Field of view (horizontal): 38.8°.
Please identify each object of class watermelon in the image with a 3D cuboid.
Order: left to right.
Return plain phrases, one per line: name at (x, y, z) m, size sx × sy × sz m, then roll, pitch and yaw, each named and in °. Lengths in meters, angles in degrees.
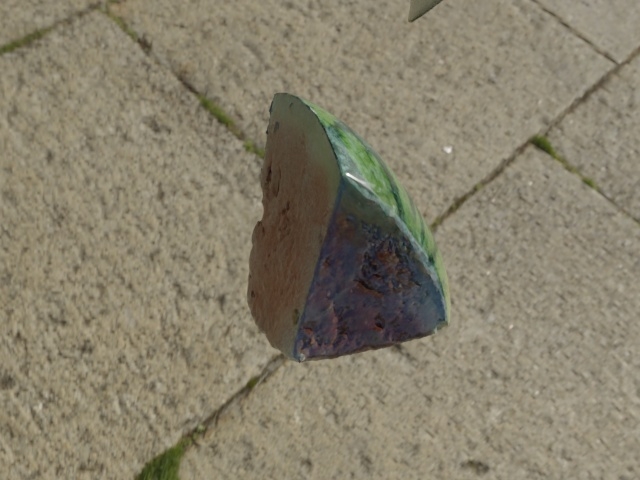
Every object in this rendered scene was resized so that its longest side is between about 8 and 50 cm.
watermelon at (0.000, 0.000, 0.899) m, size 0.201 × 0.261 × 0.213 m, roll -35°, pitch 27°, yaw -7°

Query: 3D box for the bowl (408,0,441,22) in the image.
bowl at (0.151, -0.300, 0.621) m, size 0.313 × 0.313 × 0.146 m, roll -41°, pitch 101°, yaw -36°
